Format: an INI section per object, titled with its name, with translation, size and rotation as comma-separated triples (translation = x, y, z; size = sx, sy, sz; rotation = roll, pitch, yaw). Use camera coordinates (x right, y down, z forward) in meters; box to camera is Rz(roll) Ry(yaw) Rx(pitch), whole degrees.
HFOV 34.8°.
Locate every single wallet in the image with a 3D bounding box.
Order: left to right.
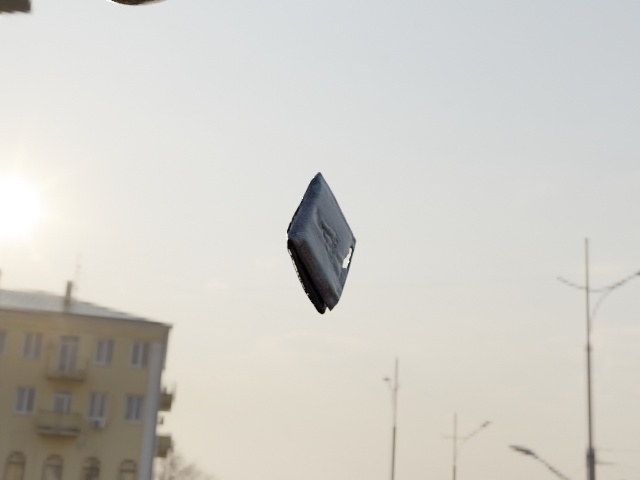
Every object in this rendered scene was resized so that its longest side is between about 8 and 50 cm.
[wallet]
translation = -0.001, 0.000, 1.228
size = 0.030, 0.166, 0.111
rotation = -18, -66, 22

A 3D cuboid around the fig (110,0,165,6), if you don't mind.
[fig]
translation = -0.116, -0.259, 0.855
size = 0.184, 0.133, 0.126
rotation = 9, 11, 10
